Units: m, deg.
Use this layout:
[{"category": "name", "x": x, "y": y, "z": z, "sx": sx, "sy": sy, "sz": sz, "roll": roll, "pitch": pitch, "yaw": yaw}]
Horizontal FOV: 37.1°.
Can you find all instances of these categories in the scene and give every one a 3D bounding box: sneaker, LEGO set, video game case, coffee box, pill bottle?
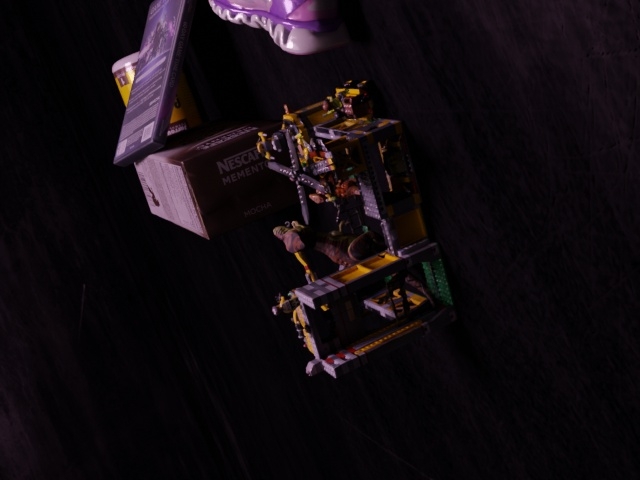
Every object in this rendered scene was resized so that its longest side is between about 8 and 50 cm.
[{"category": "sneaker", "x": -0.049, "y": -0.289, "z": 1.073, "sx": 0.236, "sy": 0.095, "sz": 0.105, "roll": 36, "pitch": 137, "yaw": 47}, {"category": "LEGO set", "x": 0.000, "y": 0.000, "z": 1.097, "sx": 0.255, "sy": 0.192, "sz": 0.331, "roll": 33, "pitch": 141, "yaw": 57}, {"category": "video game case", "x": -0.247, "y": -0.258, "z": 1.440, "sx": 0.196, "sy": 0.026, "sz": 0.274, "roll": -10, "pitch": 66, "yaw": 62}, {"category": "coffee box", "x": -0.157, "y": -0.103, "z": 1.427, "sx": 0.297, "sy": 0.168, "sz": 0.119, "roll": 18, "pitch": 128, "yaw": 64}, {"category": "pill bottle", "x": -0.273, "y": -0.224, "z": 1.668, "sx": 0.117, "sy": 0.117, "sz": 0.215, "roll": 0, "pitch": 112, "yaw": 69}]
